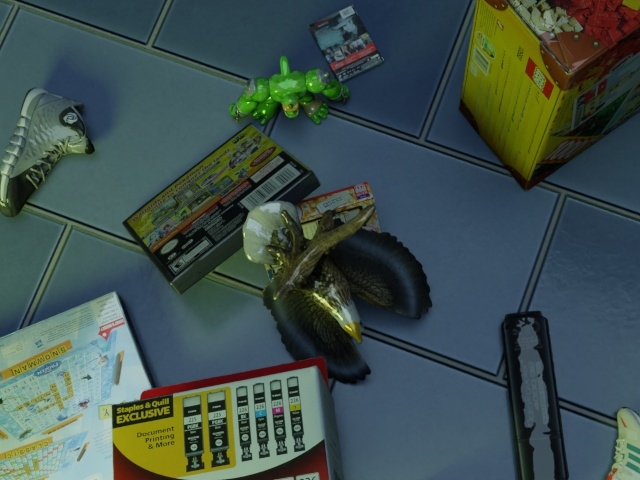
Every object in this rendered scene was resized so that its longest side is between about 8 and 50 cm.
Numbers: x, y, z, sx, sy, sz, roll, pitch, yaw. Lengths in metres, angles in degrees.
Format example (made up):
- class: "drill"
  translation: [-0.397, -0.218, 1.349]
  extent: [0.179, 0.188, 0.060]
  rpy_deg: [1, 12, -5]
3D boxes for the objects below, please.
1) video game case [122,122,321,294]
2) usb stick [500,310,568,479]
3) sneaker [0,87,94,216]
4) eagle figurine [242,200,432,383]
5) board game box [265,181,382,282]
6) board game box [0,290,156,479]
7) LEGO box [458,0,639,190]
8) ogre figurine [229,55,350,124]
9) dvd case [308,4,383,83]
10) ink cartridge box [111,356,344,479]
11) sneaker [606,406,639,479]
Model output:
- class: "video game case"
  translation: [-0.162, -0.057, 1.881]
  extent: [0.275, 0.035, 0.248]
  rpy_deg: [-39, 35, -7]
- class: "usb stick"
  translation: [0.333, 0.249, 1.855]
  extent: [0.077, 0.045, 0.278]
  rpy_deg: [-7, 75, 8]
- class: "sneaker"
  translation: [-0.447, -0.140, 1.971]
  extent: [0.132, 0.086, 0.229]
  rpy_deg: [12, 75, 3]
- class: "eagle figurine"
  translation: [0.021, 0.076, 1.796]
  extent: [0.226, 0.298, 0.225]
  rpy_deg: [-4, 69, 20]
- class: "board game box"
  translation: [0.000, 0.000, 1.883]
  extent: [0.193, 0.147, 0.045]
  rpy_deg: [-16, 41, -2]
- class: "board game box"
  translation: [-0.409, 0.286, 1.867]
  extent: [0.318, 0.066, 0.318]
  rpy_deg: [-22, 75, -3]
- class: "LEGO box"
  translation: [0.420, -0.318, 1.764]
  extent: [0.372, 0.500, 0.193]
  rpy_deg: [-35, 76, -6]
- class: "ogre figurine"
  translation: [-0.055, -0.243, 1.961]
  extent: [0.197, 0.118, 0.097]
  rpy_deg: [10, 76, 6]
- class: "dvd case"
  translation: [0.043, -0.336, 2.035]
  extent: [0.087, 0.013, 0.119]
  rpy_deg: [-27, 77, -5]
- class: "ink cartridge box"
  translation: [-0.134, 0.290, 1.707]
  extent: [0.309, 0.130, 0.272]
  rpy_deg: [-12, 58, 6]
- class: "sneaker"
  translation: [0.471, 0.338, 1.819]
  extent: [0.075, 0.057, 0.161]
  rpy_deg: [-14, 78, -7]
